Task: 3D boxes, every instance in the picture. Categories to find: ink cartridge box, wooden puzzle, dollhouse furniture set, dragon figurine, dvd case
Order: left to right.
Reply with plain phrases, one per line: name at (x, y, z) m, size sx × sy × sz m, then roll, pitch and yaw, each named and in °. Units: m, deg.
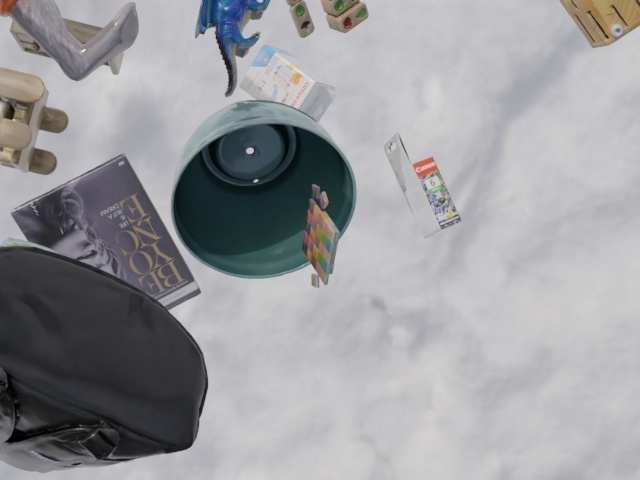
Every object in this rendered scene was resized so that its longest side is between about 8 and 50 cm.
dollhouse furniture set at (-0.427, -0.225, 1.486) m, size 0.161 × 0.212 × 0.242 m, roll 13°, pitch 82°, yaw -4°
dvd case at (-0.281, 0.017, 1.238) m, size 0.165 × 0.018 × 0.221 m, roll -28°, pitch 113°, yaw -5°
dragon figurine at (-0.178, -0.397, 1.662) m, size 0.144 × 0.085 × 0.289 m, roll 19°, pitch 81°, yaw -14°
ink cartridge box at (-0.052, -0.269, 1.662) m, size 0.143 × 0.090 × 0.092 m, roll 39°, pitch 106°, yaw 19°
wooden puzzle at (0.000, 0.000, 0.726) m, size 0.006 × 0.049 × 0.083 m, roll -7°, pitch 127°, yaw -23°
ink cartridge box at (0.110, -0.063, 1.018) m, size 0.029 × 0.063 × 0.115 m, roll -22°, pitch 86°, yaw -14°

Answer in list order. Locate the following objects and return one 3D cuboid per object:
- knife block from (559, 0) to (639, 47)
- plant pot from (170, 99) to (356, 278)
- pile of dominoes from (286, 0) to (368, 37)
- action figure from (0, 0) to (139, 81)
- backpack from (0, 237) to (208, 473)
knife block at (0.389, -0.362, 1.046) m, size 0.276 × 0.242 × 0.088 m, roll -33°, pitch 113°, yaw 23°
plant pot at (-0.105, -0.112, 1.527) m, size 0.293 × 0.196 × 0.293 m, roll -7°, pitch 127°, yaw -9°
pile of dominoes at (0.018, -0.452, 1.448) m, size 0.196 × 0.040 × 0.251 m, roll -38°, pitch 130°, yaw -20°
action figure at (-0.320, -0.185, 0.539) m, size 0.330 × 0.341 × 0.178 m, roll 25°, pitch 109°, yaw 16°
backpack at (-0.310, 0.136, 1.023) m, size 0.290 × 0.273 × 0.355 m, roll 28°, pitch 138°, yaw -19°
